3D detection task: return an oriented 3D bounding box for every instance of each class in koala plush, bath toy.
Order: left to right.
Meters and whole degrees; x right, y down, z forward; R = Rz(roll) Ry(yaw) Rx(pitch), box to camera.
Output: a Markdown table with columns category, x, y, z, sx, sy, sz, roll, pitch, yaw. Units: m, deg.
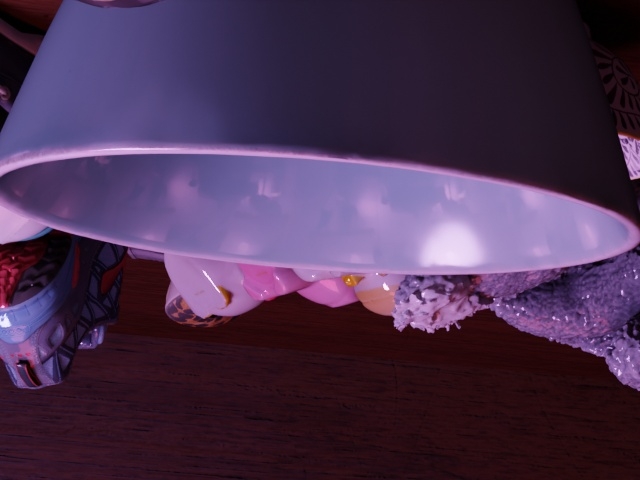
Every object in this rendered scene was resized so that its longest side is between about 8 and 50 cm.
| category | x | y | z | sx | sy | sz | roll | pitch | yaw |
| --- | --- | --- | --- | --- | --- | --- | --- | --- | --- |
| bath toy | 0.000 | 0.000 | 1.538 | 0.129 | 0.151 | 0.348 | -40 | -165 | -31 |
| koala plush | 0.138 | -0.007 | 1.227 | 0.221 | 0.196 | 0.203 | 7 | -179 | -40 |

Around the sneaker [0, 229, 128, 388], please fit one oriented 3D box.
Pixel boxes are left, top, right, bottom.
| category | x | y | z | sx | sy | sz | roll | pitch | yaw |
| --- | --- | --- | --- | --- | --- | --- | --- | --- | --- |
| sneaker | -0.210 | 0.025 | 1.466 | 0.104 | 0.125 | 0.262 | -1 | -151 | 18 |

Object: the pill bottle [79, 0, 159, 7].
| category | x | y | z | sx | sy | sz | roll | pitch | yaw |
| --- | --- | --- | --- | --- | --- | --- | --- | --- | --- |
| pill bottle | -0.114 | -0.163 | 0.586 | 0.122 | 0.123 | 0.219 | -1 | 169 | 29 |

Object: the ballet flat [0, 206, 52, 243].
| category | x | y | z | sx | sy | sz | roll | pitch | yaw |
| --- | --- | --- | --- | --- | --- | --- | --- | --- | --- |
| ballet flat | -0.387 | -0.061 | 1.389 | 0.400 | 0.139 | 0.139 | -2 | 169 | 15 |

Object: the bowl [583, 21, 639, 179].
| category | x | y | z | sx | sy | sz | roll | pitch | yaw |
| --- | --- | --- | --- | --- | --- | --- | --- | --- | --- |
| bowl | 0.119 | -0.087 | 1.058 | 0.170 | 0.080 | 0.170 | 5 | 171 | 1 |

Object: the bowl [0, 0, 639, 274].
| category | x | y | z | sx | sy | sz | roll | pitch | yaw |
| --- | --- | --- | --- | --- | --- | --- | --- | --- | --- |
| bowl | 0.002 | -0.085 | 0.873 | 0.311 | 0.163 | 0.311 | 5 | 170 | 1 |

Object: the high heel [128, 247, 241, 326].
| category | x | y | z | sx | sy | sz | roll | pitch | yaw |
| --- | --- | --- | --- | --- | --- | --- | --- | --- | --- |
| high heel | -0.073 | 0.047 | 1.889 | 0.186 | 0.093 | 0.261 | 7 | 163 | 22 |

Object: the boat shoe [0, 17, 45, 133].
| category | x | y | z | sx | sy | sz | roll | pitch | yaw |
| --- | --- | --- | --- | --- | --- | --- | --- | --- | --- |
| boat shoe | -0.242 | -0.105 | 1.121 | 0.095 | 0.079 | 0.254 | 0 | 170 | 25 |
